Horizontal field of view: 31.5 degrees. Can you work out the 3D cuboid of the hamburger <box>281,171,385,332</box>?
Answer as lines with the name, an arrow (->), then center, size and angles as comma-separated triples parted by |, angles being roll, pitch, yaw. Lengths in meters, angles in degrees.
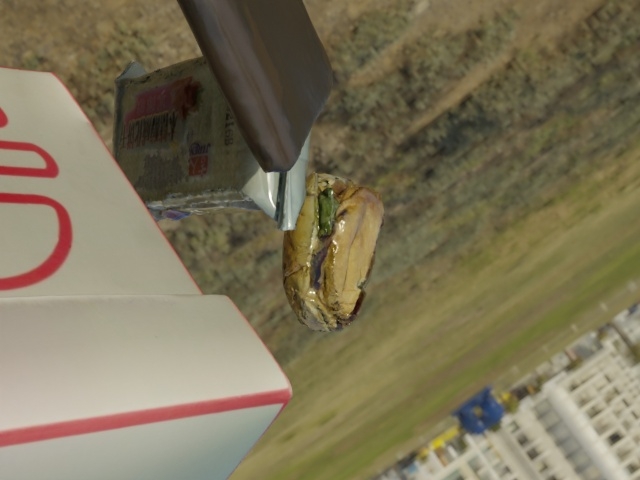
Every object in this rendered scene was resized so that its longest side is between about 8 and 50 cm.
hamburger -> -0.001, -0.007, 1.110 | 0.087, 0.176, 0.102 | -1, 145, 30

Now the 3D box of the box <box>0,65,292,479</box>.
box -> -0.268, 0.091, 0.645 | 0.312, 0.300, 0.314 | 0, 134, -49

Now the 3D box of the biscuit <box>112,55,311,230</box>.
biscuit -> -0.104, -0.086, 1.000 | 0.079, 0.186, 0.309 | 10, 173, -39

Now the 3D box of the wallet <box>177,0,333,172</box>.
wallet -> -0.077, -0.206, 0.744 | 0.042, 0.309, 0.165 | -19, -155, 18
